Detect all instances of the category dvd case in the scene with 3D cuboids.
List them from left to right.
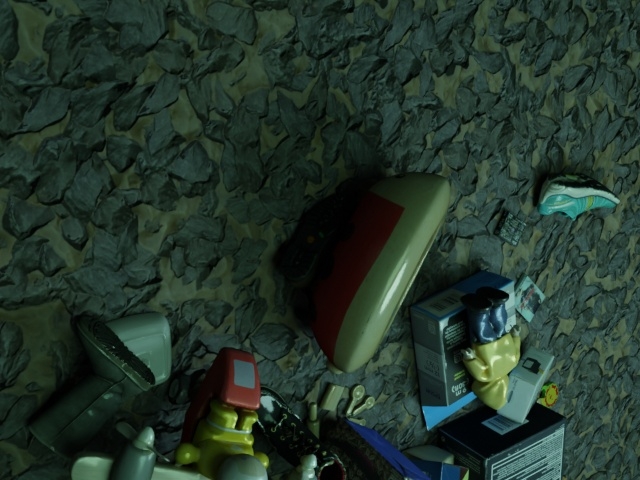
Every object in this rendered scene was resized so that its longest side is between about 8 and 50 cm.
[{"bbox_3d":[0.539,0.152,2.112,0.119,0.013,0.087,42,77,-37],"label":"dvd case"}]

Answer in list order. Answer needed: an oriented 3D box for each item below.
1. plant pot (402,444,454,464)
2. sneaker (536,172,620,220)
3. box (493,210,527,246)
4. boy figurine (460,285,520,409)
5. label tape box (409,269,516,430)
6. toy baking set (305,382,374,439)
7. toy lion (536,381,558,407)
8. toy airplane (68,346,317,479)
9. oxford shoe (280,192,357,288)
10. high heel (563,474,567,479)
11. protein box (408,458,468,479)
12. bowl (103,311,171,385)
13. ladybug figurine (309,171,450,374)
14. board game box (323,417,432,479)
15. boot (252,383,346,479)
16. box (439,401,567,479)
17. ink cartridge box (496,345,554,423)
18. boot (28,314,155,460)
[{"bbox_3d":[0.272,0.563,1.982,0.096,0.109,0.109,-18,114,-45],"label":"plant pot"},{"bbox_3d":[0.662,-0.110,2.090,0.275,0.107,0.110,2,122,-33],"label":"sneaker"},{"bbox_3d":[0.472,-0.029,2.003,0.083,0.018,0.067,25,88,-39],"label":"box"},{"bbox_3d":[0.391,0.249,1.839,0.177,0.092,0.285,-24,118,-29],"label":"boy figurine"},{"bbox_3d":[0.357,0.279,1.950,0.249,0.115,0.348,-23,115,-30],"label":"label tape box"},{"bbox_3d":[0.046,0.437,1.815,0.196,0.030,0.256,-5,107,-36],"label":"toy baking set"},{"bbox_3d":[0.630,0.437,2.259,0.100,0.034,0.096,47,67,-36],"label":"toy lion"},{"bbox_3d":[-0.191,0.431,1.416,0.386,0.272,0.384,-32,102,-31],"label":"toy airplane"},{"bbox_3d":[0.000,0.000,1.631,0.227,0.082,0.096,-53,153,-17],"label":"oxford shoe"},{"bbox_3d":[0.597,0.760,2.285,0.186,0.093,0.261,35,91,-45],"label":"high heel"},{"bbox_3d":[0.210,0.601,1.831,0.136,0.201,0.200,29,63,-48],"label":"protein box"},{"bbox_3d":[-0.328,0.208,1.450,0.142,0.053,0.142,-10,110,-36],"label":"bowl"},{"bbox_3d":[0.107,0.054,1.619,0.449,0.161,0.305,-63,171,-3],"label":"ladybug figurine"},{"bbox_3d":[0.072,0.572,1.721,0.141,0.232,0.291,31,91,-42],"label":"board game box"},{"bbox_3d":[-0.050,0.399,1.635,0.085,0.178,0.236,-43,126,-19],"label":"boot"},{"bbox_3d":[0.466,0.597,2.083,0.296,0.182,0.294,-15,111,-31],"label":"box"},{"bbox_3d":[0.528,0.370,2.075,0.175,0.072,0.127,-33,141,-54],"label":"ink cartridge box"},{"bbox_3d":[-0.411,0.252,1.370,0.208,0.076,0.190,-36,106,8],"label":"boot"}]
